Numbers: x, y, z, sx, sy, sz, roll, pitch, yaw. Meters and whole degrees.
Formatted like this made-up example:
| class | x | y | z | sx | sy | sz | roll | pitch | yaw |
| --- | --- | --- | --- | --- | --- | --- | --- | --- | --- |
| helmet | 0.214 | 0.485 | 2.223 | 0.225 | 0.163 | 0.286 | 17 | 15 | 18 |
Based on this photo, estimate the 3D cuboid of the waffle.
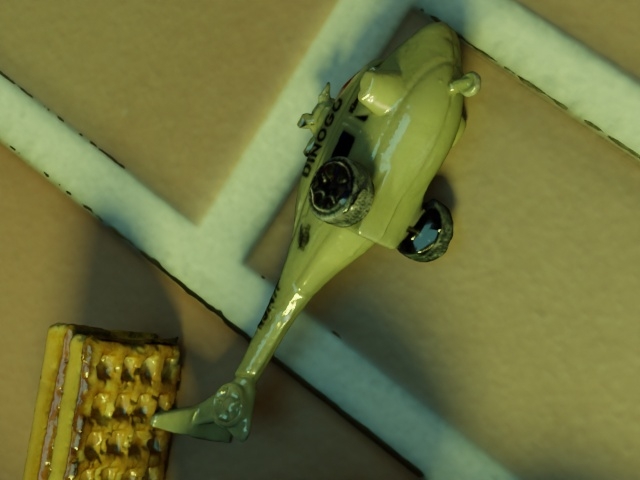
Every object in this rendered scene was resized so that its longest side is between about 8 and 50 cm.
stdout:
| class | x | y | z | sx | sy | sz | roll | pitch | yaw |
| --- | --- | --- | --- | --- | --- | --- | --- | --- | --- |
| waffle | -0.132 | 0.126 | 0.998 | 0.042 | 0.102 | 0.148 | 8 | 88 | 28 |

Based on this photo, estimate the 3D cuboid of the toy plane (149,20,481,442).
| class | x | y | z | sx | sy | sz | roll | pitch | yaw |
| --- | --- | --- | --- | --- | --- | --- | --- | --- | --- |
| toy plane | 0.000 | 0.000 | 0.965 | 0.108 | 0.092 | 0.286 | 33 | 99 | 44 |
